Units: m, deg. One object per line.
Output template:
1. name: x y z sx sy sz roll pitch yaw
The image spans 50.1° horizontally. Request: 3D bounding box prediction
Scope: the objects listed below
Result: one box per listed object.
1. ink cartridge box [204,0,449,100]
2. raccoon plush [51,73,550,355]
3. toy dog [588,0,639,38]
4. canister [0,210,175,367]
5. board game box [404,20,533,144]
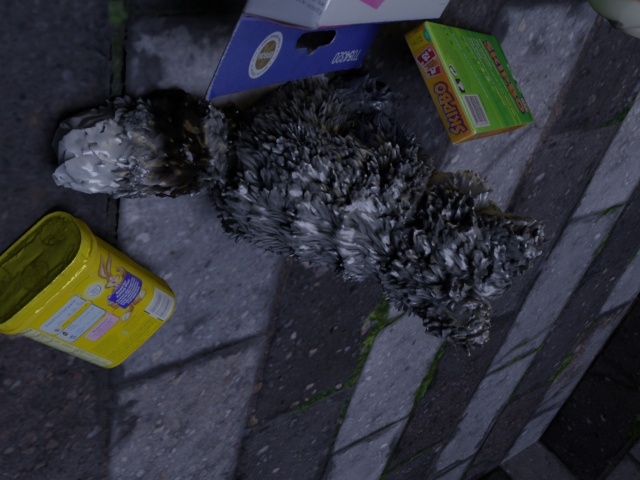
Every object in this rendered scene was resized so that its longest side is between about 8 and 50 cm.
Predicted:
1. ink cartridge box: 0.073 -0.260 0.563 0.330 0.071 0.324 -61 167 29
2. raccoon plush: 0.000 0.000 0.686 0.447 0.299 0.216 -17 138 -34
3. toy dog: 0.459 -0.391 0.766 0.408 0.284 0.395 -30 143 -16
4. canister: -0.242 0.059 0.702 0.126 0.073 0.170 -43 147 -1
5. board game box: 0.183 -0.182 0.790 0.039 0.124 0.259 -25 178 35
